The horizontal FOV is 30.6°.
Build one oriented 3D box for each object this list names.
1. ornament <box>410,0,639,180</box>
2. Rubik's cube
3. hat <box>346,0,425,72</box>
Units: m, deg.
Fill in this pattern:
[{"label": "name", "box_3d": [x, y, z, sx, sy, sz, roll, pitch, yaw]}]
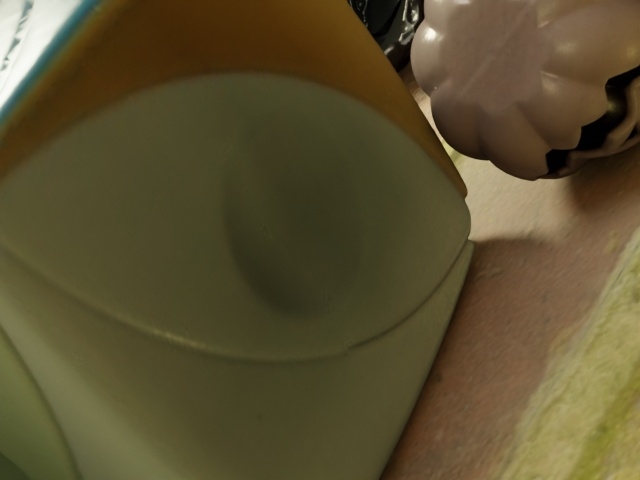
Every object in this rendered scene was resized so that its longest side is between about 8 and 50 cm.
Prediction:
[{"label": "ornament", "box_3d": [0.156, -0.130, 0.791, 0.177, 0.177, 0.177, -37, 23, 18]}, {"label": "Rubik's cube", "box_3d": [-0.144, 0.009, 0.774, 0.352, 0.347, 0.352, -12, 37, 37]}, {"label": "hat", "box_3d": [-0.028, -0.262, 1.268, 0.209, 0.336, 0.238, 63, -131, -74]}]
